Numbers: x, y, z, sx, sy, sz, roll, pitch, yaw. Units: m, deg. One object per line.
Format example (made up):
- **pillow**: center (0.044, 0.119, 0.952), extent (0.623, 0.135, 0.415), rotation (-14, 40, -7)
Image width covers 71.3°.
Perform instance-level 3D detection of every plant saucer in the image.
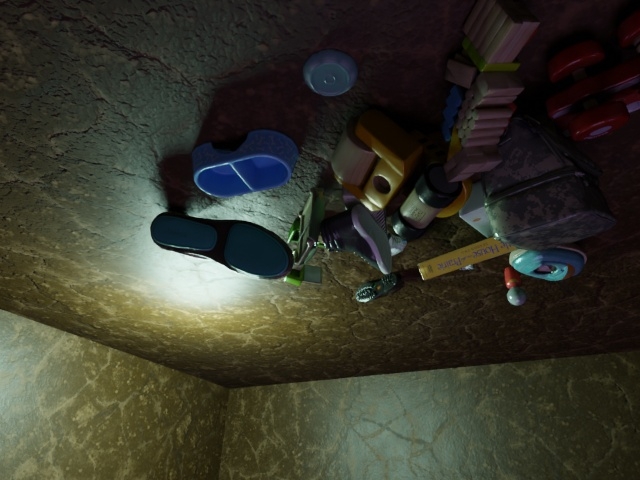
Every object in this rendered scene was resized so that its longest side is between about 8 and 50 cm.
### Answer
- **plant saucer**: center (0.021, -0.349, 0.949), extent (0.119, 0.021, 0.119), rotation (1, 150, 0)

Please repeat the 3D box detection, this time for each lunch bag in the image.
- **lunch bag**: center (0.504, -0.129, 1.017), extent (0.305, 0.256, 0.213), rotation (7, 155, -44)

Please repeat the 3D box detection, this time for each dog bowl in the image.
- **dog bowl**: center (-0.203, -0.192, 1.174), extent (0.297, 0.074, 0.166), rotation (-9, 148, 18)

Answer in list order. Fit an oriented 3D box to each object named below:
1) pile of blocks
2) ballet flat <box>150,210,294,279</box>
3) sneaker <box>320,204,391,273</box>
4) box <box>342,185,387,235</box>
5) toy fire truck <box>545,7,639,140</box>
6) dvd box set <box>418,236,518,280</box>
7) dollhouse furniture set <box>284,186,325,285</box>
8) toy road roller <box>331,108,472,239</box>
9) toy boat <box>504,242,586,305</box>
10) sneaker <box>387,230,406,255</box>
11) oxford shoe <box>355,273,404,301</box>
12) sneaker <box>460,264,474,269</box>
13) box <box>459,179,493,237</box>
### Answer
- **pile of blocks**: center (0.331, -0.292, 0.889), extent (0.113, 0.149, 0.362), rotation (-9, 128, -20)
- **ballet flat**: center (-0.294, 0.009, 1.415), extent (0.483, 0.164, 0.182), rotation (13, 178, 11)
- **sneaker**: center (0.104, 0.010, 1.300), extent (0.147, 0.104, 0.296), rotation (-11, 141, 28)
- **box**: center (0.135, -0.092, 1.309), extent (0.113, 0.094, 0.275), rotation (-4, 150, 12)
- **toy fire truck**: center (0.613, -0.309, 0.888), extent (0.302, 0.169, 0.254), rotation (-22, 166, 35)
- **dvd box set**: center (0.553, 0.015, 1.377), extent (0.420, 0.062, 0.308), rotation (-25, 170, 37)
- **dollhouse furniture set**: center (0.000, 0.000, 1.370), extent (0.151, 0.197, 0.301), rotation (11, 149, -13)
- **toy road roller**: center (0.217, -0.186, 1.095), extent (0.329, 0.240, 0.202), rotation (40, 148, 8)
- **toy boat**: center (0.769, 0.111, 1.575), extent (0.268, 0.148, 0.318), rotation (9, 148, -14)
- **sneaker**: center (0.247, 0.003, 1.498), extent (0.083, 0.071, 0.190), rotation (-16, 163, 7)
- **oxford shoe**: center (0.245, 0.209, 1.833), extent (0.227, 0.082, 0.096), rotation (-23, 146, 37)
- **sneaker**: center (0.526, 0.087, 1.653), extent (0.069, 0.038, 0.098), rotation (-15, 146, 24)
- **box**: center (0.496, -0.097, 1.289), extent (0.130, 0.091, 0.170), rotation (-25, 141, 38)
